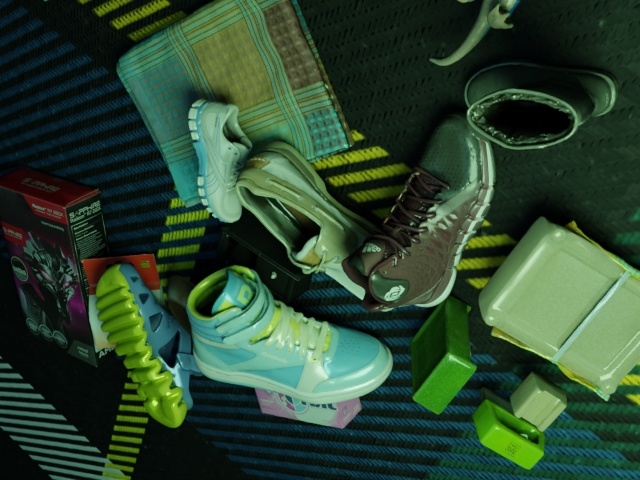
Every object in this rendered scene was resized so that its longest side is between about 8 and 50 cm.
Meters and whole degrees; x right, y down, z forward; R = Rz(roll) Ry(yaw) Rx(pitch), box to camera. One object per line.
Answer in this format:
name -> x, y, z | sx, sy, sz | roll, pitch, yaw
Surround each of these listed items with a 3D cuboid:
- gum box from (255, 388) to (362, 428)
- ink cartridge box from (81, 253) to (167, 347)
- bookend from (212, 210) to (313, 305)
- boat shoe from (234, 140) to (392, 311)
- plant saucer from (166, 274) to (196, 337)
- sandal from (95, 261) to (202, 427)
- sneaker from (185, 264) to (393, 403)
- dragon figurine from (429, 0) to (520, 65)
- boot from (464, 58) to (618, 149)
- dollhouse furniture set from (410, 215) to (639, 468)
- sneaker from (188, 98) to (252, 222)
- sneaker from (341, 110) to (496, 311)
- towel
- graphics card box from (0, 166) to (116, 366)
gum box -> -0.033, 0.242, 1.274 | 0.189, 0.062, 0.107 | 0, 113, 37
ink cartridge box -> -0.371, 0.118, 1.437 | 0.146, 0.045, 0.179 | -5, 117, 5
bookend -> -0.091, 0.062, 1.214 | 0.156, 0.072, 0.157 | 33, 130, 19
boat shoe -> 0.000, 0.000, 1.071 | 0.302, 0.103, 0.113 | 43, 136, -3
plant saucer -> -0.205, 0.146, 1.321 | 0.199, 0.036, 0.198 | 36, 156, 19
sandal -> -0.302, 0.178, 1.390 | 0.126, 0.138, 0.317 | -4, 113, 44
sneaker -> -0.056, 0.133, 1.115 | 0.319, 0.127, 0.208 | 3, 138, 11
dragon figurine -> 0.206, -0.298, 0.781 | 0.085, 0.144, 0.289 | 36, 150, 15
boot -> 0.202, -0.140, 0.785 | 0.190, 0.208, 0.076 | 3, 114, 37
dollhouse furniture set -> 0.276, 0.109, 0.965 | 0.198, 0.151, 0.301 | 31, 114, -5
sneaker -> -0.136, -0.114, 1.110 | 0.083, 0.071, 0.190 | 3, 116, 29
sneaker -> 0.112, -0.017, 0.937 | 0.106, 0.163, 0.281 | 40, 132, 42
towel -> -0.142, -0.210, 1.130 | 0.370, 0.040, 0.271 | -14, 105, 41
graphics card box -> -0.526, 0.054, 1.533 | 0.233, 0.094, 0.370 | 17, 124, 30
